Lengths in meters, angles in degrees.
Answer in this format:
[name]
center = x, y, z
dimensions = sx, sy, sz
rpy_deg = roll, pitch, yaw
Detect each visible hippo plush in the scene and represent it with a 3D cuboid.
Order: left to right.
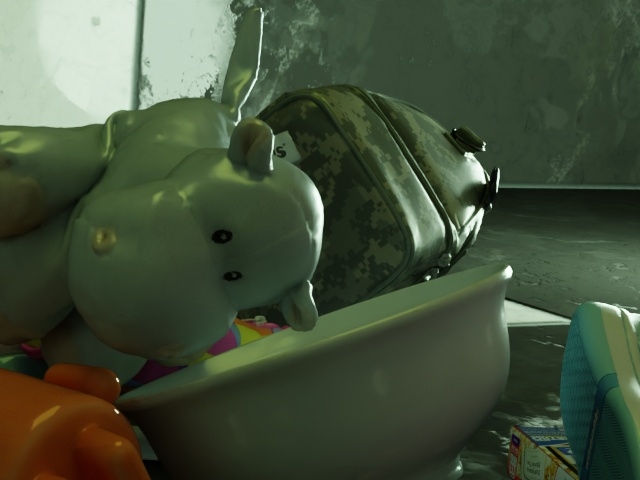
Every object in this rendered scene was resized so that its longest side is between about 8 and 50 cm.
[hippo plush]
center = -0.088, 0.013, 1.206
dimensions = 0.294, 0.234, 0.236
rpy_deg = -25, 28, -22

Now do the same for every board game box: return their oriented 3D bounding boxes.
[board game box]
center = 0.244, 0.192, 1.352
dimensions = 0.146, 0.045, 0.193
rpy_deg = 3, 8, -11

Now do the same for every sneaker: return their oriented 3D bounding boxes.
[sneaker]
center = 0.287, 0.151, 1.199
dimensions = 0.208, 0.127, 0.319
rpy_deg = 6, 31, -4

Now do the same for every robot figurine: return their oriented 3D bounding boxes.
[robot figurine]
center = -0.202, 0.148, 1.121
dimensions = 0.219, 0.158, 0.128
rpy_deg = 11, -7, 38

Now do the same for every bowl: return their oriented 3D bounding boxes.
[bowl]
center = 0.014, 0.124, 1.226
dimensions = 0.298, 0.134, 0.298
rpy_deg = -20, 1, 0

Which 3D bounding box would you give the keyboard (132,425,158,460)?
[keyboard]
center = -0.073, 0.175, 1.429
dimensions = 0.256, 0.014, 0.072
rpy_deg = 4, 13, -2

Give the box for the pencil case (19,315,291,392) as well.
[pencil case]
center = -0.128, 0.082, 1.405
dimensions = 0.236, 0.104, 0.104
rpy_deg = 23, -4, -34

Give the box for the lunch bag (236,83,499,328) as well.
[lunch bag]
center = 0.000, 0.000, 1.638
dimensions = 0.305, 0.212, 0.256
rpy_deg = -41, -11, 24

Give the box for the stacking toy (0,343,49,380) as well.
[stacking toy]
center = -0.364, 0.130, 1.424
dimensions = 0.309, 0.130, 0.279
rpy_deg = 1, -18, -41
